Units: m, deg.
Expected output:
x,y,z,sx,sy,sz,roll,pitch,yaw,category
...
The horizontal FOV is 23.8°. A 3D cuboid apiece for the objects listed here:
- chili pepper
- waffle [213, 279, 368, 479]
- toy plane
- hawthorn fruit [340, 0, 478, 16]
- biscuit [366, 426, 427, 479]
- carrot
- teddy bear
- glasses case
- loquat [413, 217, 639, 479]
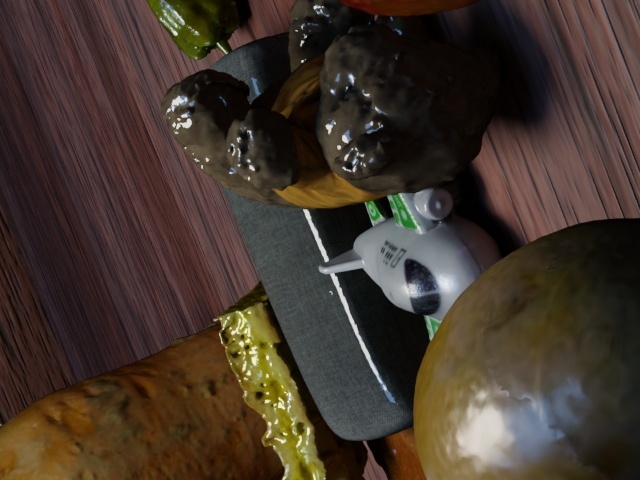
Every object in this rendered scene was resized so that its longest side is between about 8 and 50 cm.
x,y,z,sx,sy,sz,roll,pitch,yaw,category
-0.111,-0.208,1.278,0.204,0.072,0.073,67,159,3,chili pepper
-0.011,0.137,1.317,0.211,0.055,0.160,68,-162,-7,waffle
0.068,0.017,1.049,0.174,0.080,0.174,50,153,37,toy plane
0.066,-0.216,0.616,0.261,0.224,0.224,-29,84,51,hawthorn fruit
0.093,0.225,1.281,0.186,0.036,0.192,36,143,60,biscuit
-0.203,0.245,1.643,0.224,0.340,0.224,47,151,36,carrot
0.021,-0.078,0.941,0.190,0.177,0.140,5,128,56,teddy bear
0.000,0.000,1.194,0.131,0.074,0.323,-28,84,62,glasses case
0.141,0.081,0.771,0.179,0.179,0.227,60,155,20,loquat
